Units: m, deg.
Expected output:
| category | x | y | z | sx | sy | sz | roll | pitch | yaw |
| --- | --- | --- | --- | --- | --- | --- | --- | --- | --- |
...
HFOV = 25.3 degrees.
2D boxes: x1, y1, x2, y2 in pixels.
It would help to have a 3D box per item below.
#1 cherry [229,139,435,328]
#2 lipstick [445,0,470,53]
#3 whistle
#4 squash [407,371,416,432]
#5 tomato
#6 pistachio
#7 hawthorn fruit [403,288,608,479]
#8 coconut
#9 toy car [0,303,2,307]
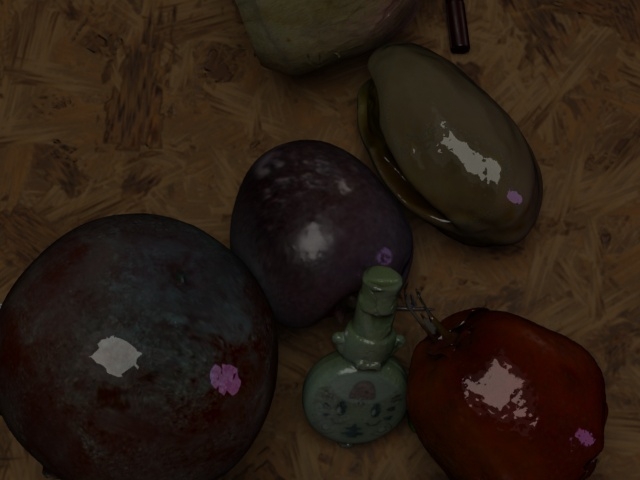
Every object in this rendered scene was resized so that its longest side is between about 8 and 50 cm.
| category | x | y | z | sx | sy | sz | roll | pitch | yaw |
| --- | --- | --- | --- | --- | --- | --- | --- | --- | --- |
| cherry | 0.000 | 0.000 | 1.662 | 0.213 | 0.183 | 0.266 | -12 | 62 | -31 |
| lipstick | 0.170 | -0.324 | 1.827 | 0.027 | 0.027 | 0.177 | -5 | 73 | 2 |
| whistle | 0.048 | 0.138 | 1.620 | 0.126 | 0.258 | 0.067 | 3 | 37 | -11 |
| squash | 0.114 | 0.184 | 1.693 | 0.027 | 0.027 | 0.089 | -3 | 73 | 2 |
| tomato | -0.199 | 0.125 | 1.538 | 0.316 | 0.282 | 0.317 | 21 | 39 | -18 |
| pistachio | 0.159 | -0.118 | 1.704 | 0.197 | 0.166 | 0.288 | -20 | 68 | -29 |
| hawthorn fruit | 0.186 | 0.165 | 1.582 | 0.299 | 0.211 | 0.211 | 43 | 80 | -14 |
| coconut | 0.004 | -0.363 | 1.713 | 0.254 | 0.297 | 0.297 | -20 | 75 | 1 |
| toy car | -0.380 | 0.109 | 1.723 | 0.142 | 0.055 | 0.069 | 5 | 83 | -7 |
